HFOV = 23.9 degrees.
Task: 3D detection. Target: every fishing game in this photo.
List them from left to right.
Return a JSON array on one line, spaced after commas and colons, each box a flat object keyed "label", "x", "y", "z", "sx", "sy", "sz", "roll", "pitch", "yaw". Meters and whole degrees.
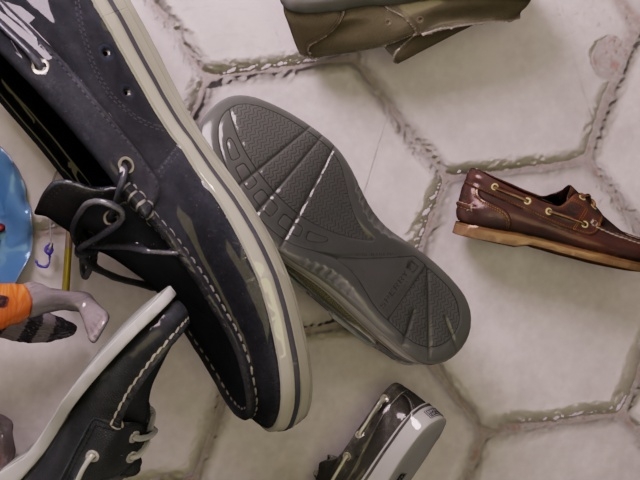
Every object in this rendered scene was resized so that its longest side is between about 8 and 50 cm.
[{"label": "fishing game", "x": -0.357, "y": -0.015, "z": 1.391, "sx": 0.264, "sy": 0.041, "sz": 0.189, "roll": 8, "pitch": 88, "yaw": -8}]

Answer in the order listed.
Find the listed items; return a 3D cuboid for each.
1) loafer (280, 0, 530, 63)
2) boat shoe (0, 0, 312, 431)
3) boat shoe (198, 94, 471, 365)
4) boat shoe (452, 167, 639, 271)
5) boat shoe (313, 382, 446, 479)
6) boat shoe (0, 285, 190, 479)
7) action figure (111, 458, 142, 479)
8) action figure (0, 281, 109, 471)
[{"label": "loafer", "x": 0.081, "y": -0.222, "z": 1.441, "sx": 0.251, "sy": 0.094, "sz": 0.087, "roll": -5, "pitch": 126, "yaw": -11}, {"label": "boat shoe", "x": -0.171, "y": -0.039, "z": 1.339, "sx": 0.156, "sy": 0.187, "sz": 0.500, "roll": -30, "pitch": 90, "yaw": -23}, {"label": "boat shoe", "x": 0.002, "y": -0.001, "z": 1.419, "sx": 0.320, "sy": 0.103, "sz": 0.118, "roll": 42, "pitch": 66, "yaw": -7}, {"label": "boat shoe", "x": 0.234, "y": -0.019, "z": 1.467, "sx": 0.207, "sy": 0.073, "sz": 0.073, "roll": 13, "pitch": 91, "yaw": -9}, {"label": "boat shoe", "x": 0.031, "y": 0.237, "z": 1.449, "sx": 0.070, "sy": 0.078, "sz": 0.219, "roll": 37, "pitch": 89, "yaw": 26}, {"label": "boat shoe", "x": -0.189, "y": 0.168, "z": 1.278, "sx": 0.091, "sy": 0.114, "sz": 0.302, "roll": 40, "pitch": 115, "yaw": 1}, {"label": "action figure", "x": -0.170, "y": 0.277, "z": 1.394, "sx": 0.285, "sy": 0.099, "sz": 0.185, "roll": 8, "pitch": 77, "yaw": -15}, {"label": "action figure", "x": -0.395, "y": 0.079, "z": 1.328, "sx": 0.330, "sy": 0.178, "sz": 0.341, "roll": 30, "pitch": 130, "yaw": -14}]
